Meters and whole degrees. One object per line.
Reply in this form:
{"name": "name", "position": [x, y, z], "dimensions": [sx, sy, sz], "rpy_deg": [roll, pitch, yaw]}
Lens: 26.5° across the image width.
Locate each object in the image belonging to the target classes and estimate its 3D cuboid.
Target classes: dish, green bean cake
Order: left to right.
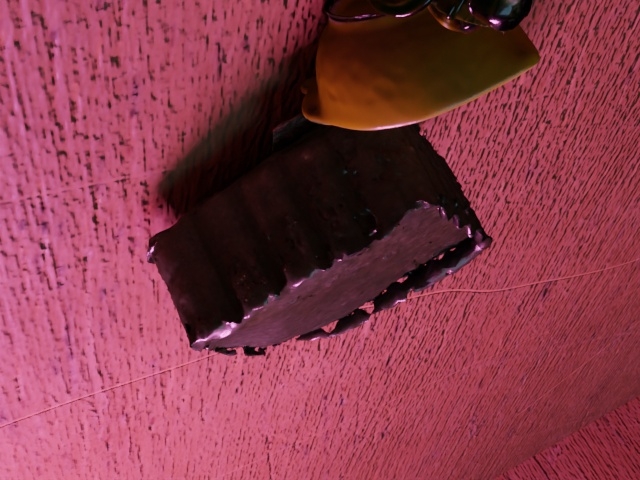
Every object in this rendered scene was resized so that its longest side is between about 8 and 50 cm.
{"name": "green bean cake", "position": [0.000, 0.000, 1.163], "dimensions": [0.255, 0.132, 0.241], "rpy_deg": [-31, 166, 14]}
{"name": "dish", "position": [0.057, -0.150, 0.989], "dimensions": [0.208, 0.080, 0.149], "rpy_deg": [-2, -147, 35]}

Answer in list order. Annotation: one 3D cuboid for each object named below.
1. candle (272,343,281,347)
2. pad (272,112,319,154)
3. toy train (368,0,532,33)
{"name": "candle", "position": [-0.055, 0.073, 1.392], "dimensions": [0.026, 0.021, 0.167], "rpy_deg": [-5, 155, -1]}
{"name": "pad", "position": [0.059, -0.123, 1.133], "dimensions": [0.235, 0.003, 0.158], "rpy_deg": [-29, 170, -9]}
{"name": "toy train", "position": [0.040, -0.206, 0.738], "dimensions": [0.090, 0.225, 0.137], "rpy_deg": [-2, 124, -55]}
